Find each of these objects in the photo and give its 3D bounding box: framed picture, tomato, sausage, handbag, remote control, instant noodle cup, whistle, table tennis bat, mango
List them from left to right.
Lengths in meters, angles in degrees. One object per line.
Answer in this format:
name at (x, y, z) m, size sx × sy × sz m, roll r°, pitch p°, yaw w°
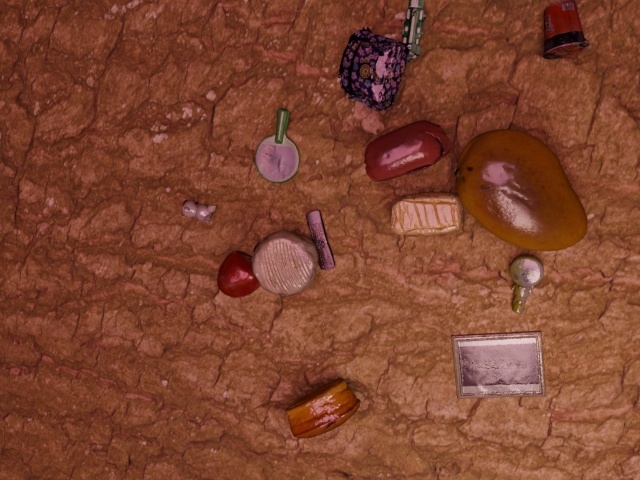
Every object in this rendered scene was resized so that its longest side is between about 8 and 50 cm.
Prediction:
tomato at (-0.298, 0.135, 1.926) m, size 0.166 × 0.082 × 0.174 m, roll 33°, pitch 102°, yaw 5°
table tennis bat at (-0.144, -0.324, 1.842) m, size 0.160 × 0.039 × 0.257 m, roll 11°, pitch 104°, yaw 9°
remote control at (0.000, 0.000, 1.865) m, size 0.059 × 0.028 × 0.212 m, roll -14°, pitch 96°, yaw 11°
handbag at (0.155, -0.535, 1.668) m, size 0.207 × 0.126 × 0.229 m, roll 30°, pitch 119°, yaw 30°
sausage at (0.271, -0.282, 1.695) m, size 0.279 × 0.152 × 0.152 m, roll -18°, pitch 94°, yaw 14°
framed picture at (0.598, 0.423, 1.800) m, size 0.293 × 0.018 × 0.231 m, roll -6°, pitch 97°, yaw 14°
mango at (0.611, -0.142, 1.613) m, size 0.445 × 0.220 × 0.301 m, roll 35°, pitch 99°, yaw -4°
whistle at (0.656, 0.140, 1.728) m, size 0.104 × 0.057 × 0.198 m, roll 12°, pitch 109°, yaw 22°
instant noodle cup at (0.707, -0.617, 1.563) m, size 0.127 × 0.127 × 0.136 m, roll -7°, pitch 90°, yaw 14°

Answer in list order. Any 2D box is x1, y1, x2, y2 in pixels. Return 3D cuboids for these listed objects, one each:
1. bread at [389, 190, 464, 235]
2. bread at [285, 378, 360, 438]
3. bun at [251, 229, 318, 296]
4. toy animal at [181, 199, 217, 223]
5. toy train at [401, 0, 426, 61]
bread at (0.343, -0.086, 1.731) m, size 0.236 × 0.106 × 0.140 m, roll -4°, pitch 99°, yaw 14°
bread at (0.007, 0.595, 1.874) m, size 0.269 × 0.195 × 0.143 m, roll -31°, pitch 81°, yaw 13°
bun at (-0.123, 0.074, 1.847) m, size 0.239 × 0.141 × 0.239 m, roll 2°, pitch 104°, yaw 9°
toy animal at (-0.434, -0.106, 1.925) m, size 0.124 × 0.085 × 0.071 m, roll 17°, pitch 85°, yaw 4°
toy train at (0.286, -0.650, 1.656) m, size 0.071 × 0.104 × 0.178 m, roll 9°, pitch 102°, yaw 7°
